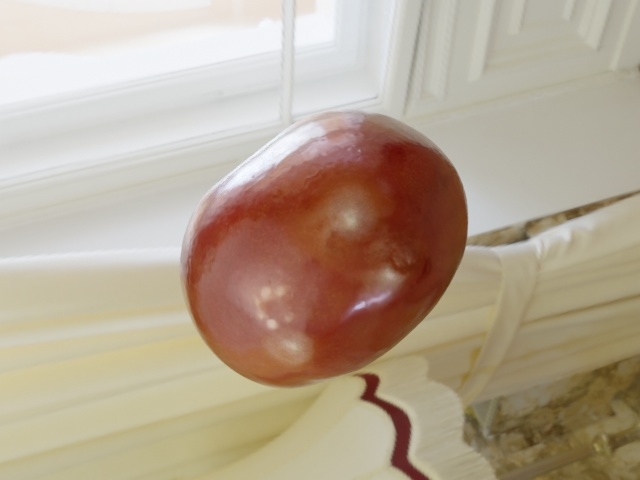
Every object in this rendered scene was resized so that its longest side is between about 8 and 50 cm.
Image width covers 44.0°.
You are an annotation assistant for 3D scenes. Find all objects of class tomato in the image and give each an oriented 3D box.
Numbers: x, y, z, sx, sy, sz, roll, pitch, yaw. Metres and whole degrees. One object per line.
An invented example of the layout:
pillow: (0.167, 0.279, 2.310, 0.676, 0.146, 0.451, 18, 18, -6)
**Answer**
tomato: (0.000, 0.000, 0.489, 0.136, 0.195, 0.195, 51, 166, -5)
